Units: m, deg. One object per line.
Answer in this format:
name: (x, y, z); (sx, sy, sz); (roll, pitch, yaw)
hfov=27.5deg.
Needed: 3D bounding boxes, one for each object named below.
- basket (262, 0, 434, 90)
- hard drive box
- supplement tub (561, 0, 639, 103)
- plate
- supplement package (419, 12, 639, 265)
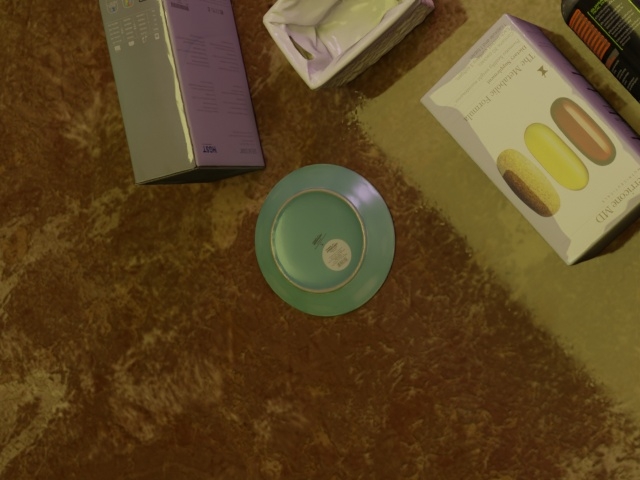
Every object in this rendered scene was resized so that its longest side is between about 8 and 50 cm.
basket: (0.038, -0.265, 1.522); (0.167, 0.103, 0.113); (-39, 78, 21)
hard drive box: (-0.164, -0.189, 1.571); (0.089, 0.181, 0.232); (-13, 87, 24)
supplement tub: (0.337, -0.234, 1.386); (0.117, 0.117, 0.190); (-43, 77, 19)
plate: (0.000, 0.000, 1.596); (0.188, 0.024, 0.188); (1, 92, 23)
supplement package: (0.252, -0.109, 1.420); (0.139, 0.134, 0.244); (-46, 76, 19)
